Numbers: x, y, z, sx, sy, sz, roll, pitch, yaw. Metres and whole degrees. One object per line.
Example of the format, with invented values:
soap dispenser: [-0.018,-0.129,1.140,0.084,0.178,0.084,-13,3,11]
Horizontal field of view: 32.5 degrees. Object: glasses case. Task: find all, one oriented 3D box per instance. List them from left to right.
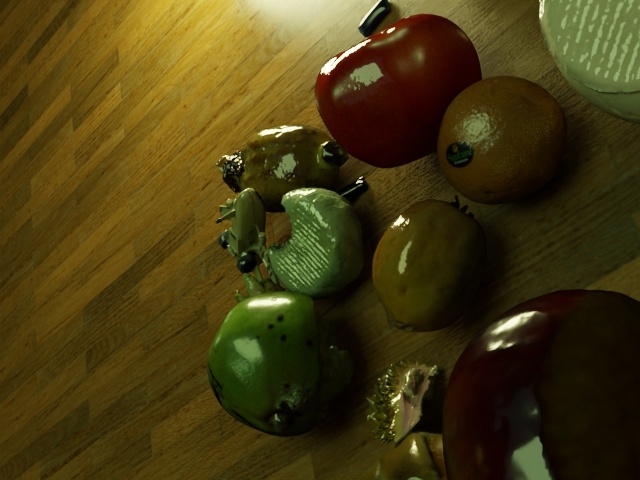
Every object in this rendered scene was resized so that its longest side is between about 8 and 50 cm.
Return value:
glasses case: [0.103,-0.432,2.131,0.083,0.023,0.033,-48,42,29]

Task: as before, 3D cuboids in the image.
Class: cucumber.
cucumber: [0.036,-0.076,2.070,0.135,0.034,0.033,-44,41,31]

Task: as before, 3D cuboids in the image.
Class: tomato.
tomato: [0.132,-0.244,1.855,0.298,0.298,0.226,-13,107,48]

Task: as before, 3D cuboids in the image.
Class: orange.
orange: [0.274,-0.150,1.678,0.206,0.206,0.206,-22,60,45]

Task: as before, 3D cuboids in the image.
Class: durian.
durian: [0.115,0.253,1.718,0.140,0.078,0.224,-43,4,15]

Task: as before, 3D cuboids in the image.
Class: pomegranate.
pomegranate: [-0.083,0.194,1.950,0.260,0.260,0.340,-54,36,23]

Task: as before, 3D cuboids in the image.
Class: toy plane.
toy plane: [-0.141,-0.010,2.122,0.104,0.256,0.242,-31,58,-11]

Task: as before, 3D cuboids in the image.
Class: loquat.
loquat: [0.174,0.035,1.739,0.187,0.176,0.234,83,-151,-80]

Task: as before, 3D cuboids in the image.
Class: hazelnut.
hazelnut: [0.337,0.272,1.318,0.402,0.402,0.429,-45,51,32]

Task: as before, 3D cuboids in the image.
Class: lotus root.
lotus root: [-0.060,-0.139,2.129,0.314,0.141,0.169,-4,77,42]

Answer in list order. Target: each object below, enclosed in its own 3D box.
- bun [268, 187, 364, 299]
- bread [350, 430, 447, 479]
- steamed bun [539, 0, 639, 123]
bun: [0.000,0.000,2.011,0.212,0.126,0.204,-40,73,43]
bread: [0.141,0.427,1.591,0.341,0.210,0.300,-38,42,28]
steamed bun: [0.483,-0.324,1.441,0.374,0.241,0.374,-18,64,41]
